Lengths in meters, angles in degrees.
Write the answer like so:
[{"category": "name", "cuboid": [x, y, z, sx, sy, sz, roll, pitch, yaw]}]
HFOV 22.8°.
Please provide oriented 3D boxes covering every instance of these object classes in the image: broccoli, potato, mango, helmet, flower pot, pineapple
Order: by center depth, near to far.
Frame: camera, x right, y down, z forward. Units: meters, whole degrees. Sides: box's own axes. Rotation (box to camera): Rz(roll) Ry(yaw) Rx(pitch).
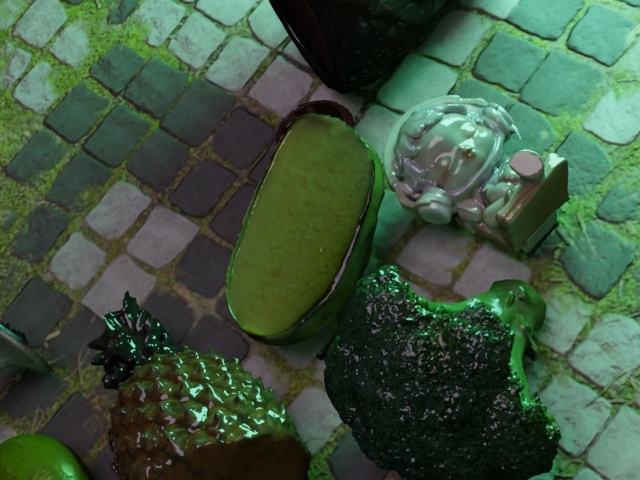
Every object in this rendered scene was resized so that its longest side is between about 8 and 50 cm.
[{"category": "broccoli", "cuboid": [0.149, 0.136, 1.654, 0.269, 0.254, 0.269, 8, 51, -10]}, {"category": "pineapple", "cuboid": [-0.155, 0.188, 1.776, 0.202, 0.202, 0.362, -38, 40, 0]}, {"category": "mango", "cuboid": [-0.328, 0.286, 1.834, 0.119, 0.100, 0.178, -52, 45, -5]}, {"category": "potato", "cuboid": [0.000, 0.000, 1.836, 0.160, 0.111, 0.272, 15, 81, 34]}, {"category": "flower pot", "cuboid": [0.074, -0.352, 1.933, 0.267, 0.266, 0.266, -31, 54, -6]}, {"category": "helmet", "cuboid": [0.004, -0.119, 1.940, 0.111, 0.057, 0.089, 16, 66, 40]}]

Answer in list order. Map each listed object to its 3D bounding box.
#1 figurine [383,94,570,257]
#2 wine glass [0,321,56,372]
[{"category": "figurine", "cuboid": [0.166, -0.085, 1.798, 0.162, 0.141, 0.237, -45, 54, -11]}, {"category": "wine glass", "cuboid": [-0.460, 0.236, 1.885, 0.143, 0.143, 0.321, 26, 73, 33]}]
